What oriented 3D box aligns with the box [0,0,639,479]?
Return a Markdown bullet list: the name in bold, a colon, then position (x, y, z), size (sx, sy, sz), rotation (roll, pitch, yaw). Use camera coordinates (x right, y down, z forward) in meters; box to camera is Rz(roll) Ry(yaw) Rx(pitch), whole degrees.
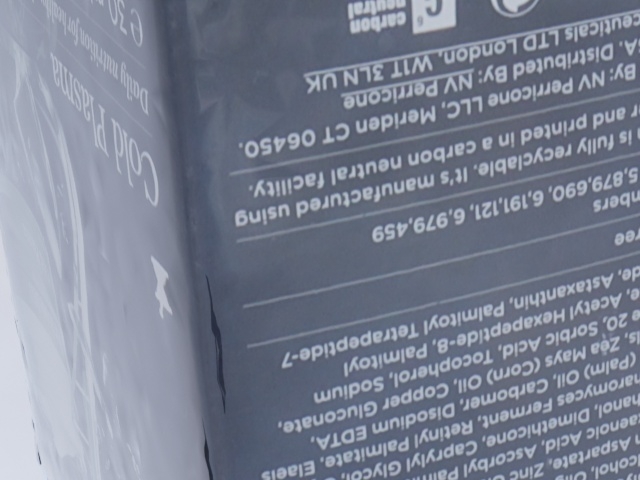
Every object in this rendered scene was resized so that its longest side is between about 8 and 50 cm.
- **box**: position (0.000, 0.000, 0.915), size (0.297, 0.472, 0.480), rotation (-14, -154, -18)
